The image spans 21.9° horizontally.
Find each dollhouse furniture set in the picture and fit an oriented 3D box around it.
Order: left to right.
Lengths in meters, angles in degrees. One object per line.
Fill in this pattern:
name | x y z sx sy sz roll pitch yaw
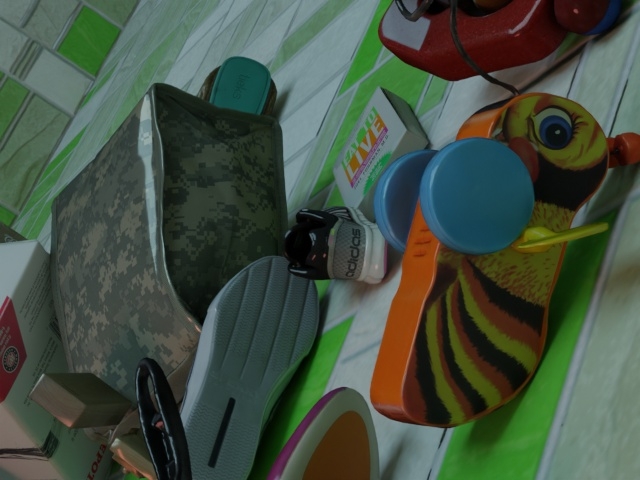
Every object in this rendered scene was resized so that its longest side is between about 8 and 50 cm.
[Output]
dollhouse furniture set | -0.201 0.208 1.439 0.123 0.151 0.144 -56 -14 4

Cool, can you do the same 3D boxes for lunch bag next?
lunch bag | -0.144 0.036 1.586 0.235 0.169 0.287 -42 42 43

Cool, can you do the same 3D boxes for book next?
book | 0.052 -0.075 1.501 0.096 0.035 0.144 -57 16 13

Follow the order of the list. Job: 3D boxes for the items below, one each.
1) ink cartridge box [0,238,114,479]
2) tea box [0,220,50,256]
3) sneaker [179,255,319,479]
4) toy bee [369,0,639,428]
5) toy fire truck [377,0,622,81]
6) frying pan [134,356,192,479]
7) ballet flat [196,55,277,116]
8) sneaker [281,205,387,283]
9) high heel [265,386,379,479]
ink cartridge box | -0.298 0.143 1.697 0.100 0.237 0.172 -6 44 28
tea box | -0.421 0.216 1.974 0.329 0.220 0.323 -43 21 39
sneaker | -0.077 0.122 1.375 0.091 0.094 0.258 -52 10 49
toy bee | 0.125 -0.028 1.021 0.195 0.162 0.298 -132 51 -66
toy fire truck | 0.173 -0.261 1.300 0.302 0.169 0.254 -58 34 -1
frying pan | -0.064 0.199 1.026 0.197 0.053 0.326 -24 60 40
ballet flat | -0.134 -0.082 1.950 0.342 0.116 0.124 -75 4 -49
sneaker | 0.000 0.000 1.389 0.170 0.074 0.063 -155 75 -73
high heel | -0.037 0.213 1.098 0.117 0.082 0.244 -10 60 55
